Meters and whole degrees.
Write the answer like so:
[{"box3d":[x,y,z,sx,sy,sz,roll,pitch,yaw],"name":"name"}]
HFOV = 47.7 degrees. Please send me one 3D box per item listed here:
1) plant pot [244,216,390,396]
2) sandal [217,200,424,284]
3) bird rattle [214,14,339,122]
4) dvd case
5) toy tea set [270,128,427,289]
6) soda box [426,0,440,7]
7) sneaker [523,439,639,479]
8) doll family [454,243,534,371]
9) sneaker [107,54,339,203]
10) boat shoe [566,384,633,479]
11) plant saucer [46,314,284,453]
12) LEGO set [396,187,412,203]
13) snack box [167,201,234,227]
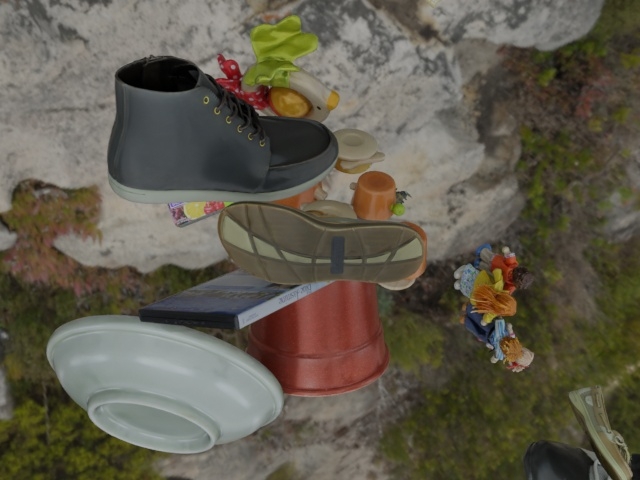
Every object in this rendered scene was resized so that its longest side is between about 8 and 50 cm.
[{"box3d":[-0.012,0.091,1.289,0.272,0.272,0.265,-13,113,-28],"name":"plant pot"},{"box3d":[0.000,0.000,0.636,0.180,0.049,0.072,4,113,-5],"name":"sandal"},{"box3d":[-0.084,-0.257,1.263,0.207,0.143,0.253,30,150,-21],"name":"bird rattle"},{"box3d":[-0.106,0.074,1.033,0.253,0.180,0.022,-23,108,-53],"name":"dvd case"},{"box3d":[0.037,-0.037,1.141,0.200,0.336,0.124,-10,136,-16],"name":"toy tea set"},{"box3d":[0.174,-0.371,0.858,0.061,0.058,0.181,34,116,-31],"name":"soda box"},{"box3d":[0.438,0.337,0.963,0.331,0.122,0.146,26,131,-2],"name":"sneaker"},{"box3d":[0.317,0.142,1.333,0.118,0.163,0.262,-17,116,-18],"name":"doll family"},{"box3d":[-0.073,-0.100,0.640,0.222,0.083,0.118,-11,140,-26],"name":"sneaker"},{"box3d":[0.368,0.246,0.932,0.048,0.153,0.056,-23,116,8],"name":"boat shoe"},{"box3d":[-0.264,0.264,1.189,0.401,0.100,0.400,8,144,6],"name":"plant saucer"},{"box3d":[0.167,-0.099,1.649,0.083,0.023,0.054,14,117,0],"name":"LEGO set"},{"box3d":[-0.199,-0.102,1.114,0.100,0.141,0.037,-21,177,0],"name":"snack box"}]
